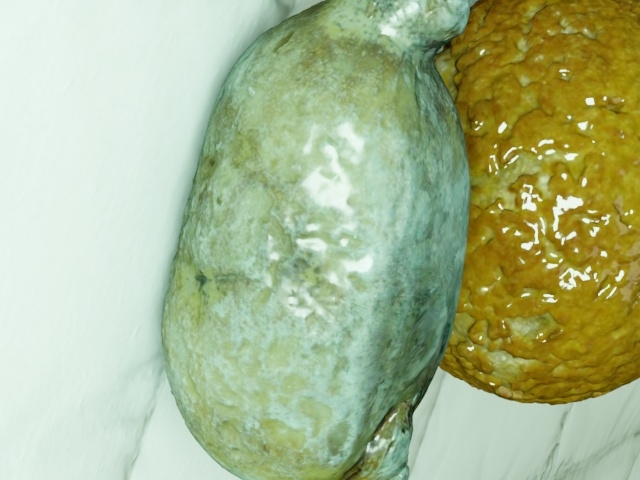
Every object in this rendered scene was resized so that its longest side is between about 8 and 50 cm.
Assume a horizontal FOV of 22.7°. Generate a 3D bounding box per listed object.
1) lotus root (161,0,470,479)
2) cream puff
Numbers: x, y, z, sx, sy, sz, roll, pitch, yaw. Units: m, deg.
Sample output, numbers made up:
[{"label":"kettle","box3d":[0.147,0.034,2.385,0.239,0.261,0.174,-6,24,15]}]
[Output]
[{"label":"lotus root","box3d":[-0.002,-0.001,0.907,0.175,0.175,0.349,-28,132,-55]},{"label":"cream puff","box3d":[0.138,-0.036,1.067,0.303,0.212,0.303,-176,-90,-89]}]
